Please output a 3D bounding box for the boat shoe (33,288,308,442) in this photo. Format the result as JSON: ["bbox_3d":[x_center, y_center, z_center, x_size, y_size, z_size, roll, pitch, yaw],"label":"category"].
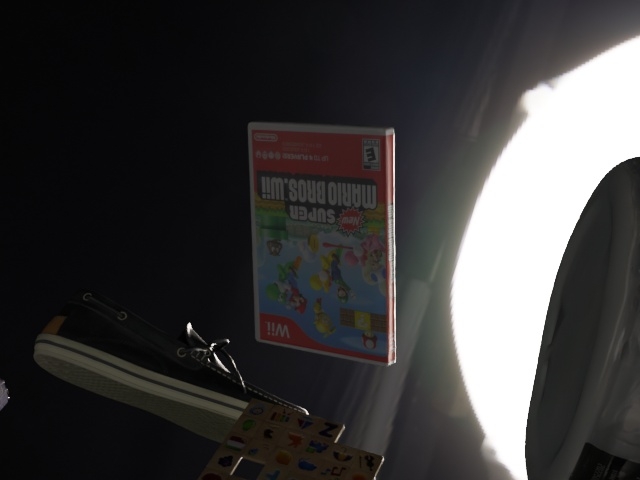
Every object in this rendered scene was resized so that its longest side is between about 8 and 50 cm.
[{"bbox_3d":[-0.226,0.223,1.741,0.500,0.187,0.156,23,-118,-6],"label":"boat shoe"}]

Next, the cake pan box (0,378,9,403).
[{"bbox_3d":[-0.567,0.300,1.524,0.070,0.267,0.246,37,-110,-4],"label":"cake pan box"}]

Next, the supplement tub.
[{"bbox_3d":[0.295,0.088,0.547,0.207,0.337,0.207,13,-90,-87],"label":"supplement tub"}]

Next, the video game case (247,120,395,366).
[{"bbox_3d":[0.000,0.000,1.260,0.025,0.204,0.285,-18,-70,-53],"label":"video game case"}]

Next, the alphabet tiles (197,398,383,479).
[{"bbox_3d":[-0.037,0.328,1.523,0.198,0.237,0.009,-54,-29,-50],"label":"alphabet tiles"}]
